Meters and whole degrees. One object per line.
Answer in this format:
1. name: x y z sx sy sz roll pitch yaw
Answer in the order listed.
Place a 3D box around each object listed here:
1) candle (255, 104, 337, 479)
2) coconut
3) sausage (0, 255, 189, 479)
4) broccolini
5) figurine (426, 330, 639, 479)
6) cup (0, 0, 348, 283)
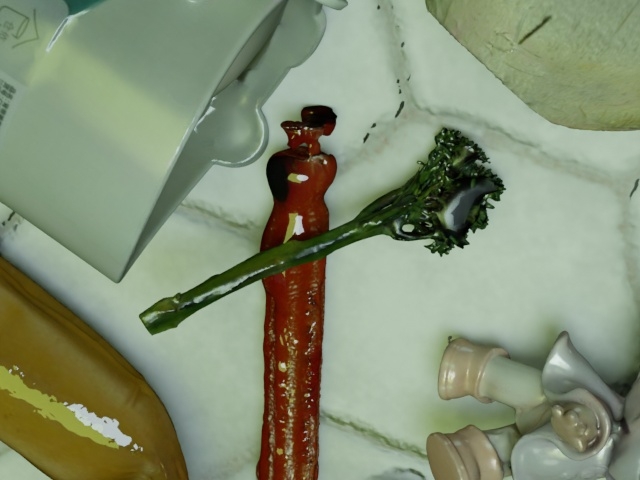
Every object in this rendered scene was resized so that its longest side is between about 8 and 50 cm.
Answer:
1. candle: -0.020 0.069 0.808 0.051 0.048 0.329 1 111 -5
2. coconut: 0.166 -0.172 0.598 0.227 0.230 0.227 0 86 -5
3. sausage: -0.202 0.111 0.834 0.328 0.112 0.112 40 113 -4
4. broccolini: 0.002 0.004 0.751 0.254 0.071 0.057 -23 147 0
5. figurine: 0.210 0.129 0.739 0.275 0.133 0.200 6 123 15
6. cup: -0.138 -0.141 0.649 0.257 0.219 0.290 35 145 -1
